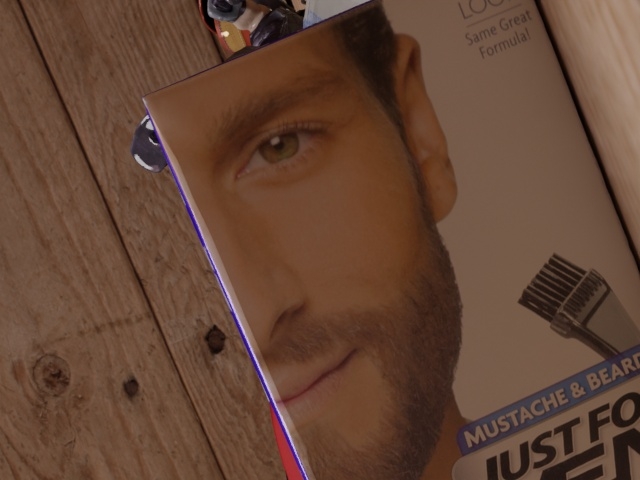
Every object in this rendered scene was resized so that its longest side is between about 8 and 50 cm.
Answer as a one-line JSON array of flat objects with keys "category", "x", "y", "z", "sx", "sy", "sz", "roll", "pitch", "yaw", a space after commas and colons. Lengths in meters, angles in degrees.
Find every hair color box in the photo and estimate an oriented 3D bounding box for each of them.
[{"category": "hair color box", "x": 0.062, "y": 0.052, "z": 0.535, "sx": 0.110, "sy": 0.185, "sz": 0.339, "roll": -152, "pitch": 38, "yaw": -84}]

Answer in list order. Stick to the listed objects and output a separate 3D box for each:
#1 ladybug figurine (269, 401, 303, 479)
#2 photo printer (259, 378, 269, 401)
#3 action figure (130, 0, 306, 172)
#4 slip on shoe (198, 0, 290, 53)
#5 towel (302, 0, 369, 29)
[{"category": "ladybug figurine", "x": 0.081, "y": 0.206, "z": 0.872, "sx": 0.305, "sy": 0.162, "sz": 0.449, "roll": 10, "pitch": 124, "yaw": 61}, {"category": "photo printer", "x": 0.025, "y": 0.185, "z": 1.560, "sx": 0.256, "sy": 0.107, "sz": 0.307, "roll": -9, "pitch": -109, "yaw": -49}, {"category": "action figure", "x": -0.041, "y": -0.142, "z": 0.914, "sx": 0.185, "sy": 0.099, "sz": 0.285, "roll": 33, "pitch": -139, "yaw": -2}, {"category": "slip on shoe", "x": -0.116, "y": -0.325, "z": 1.409, "sx": 0.331, "sy": 0.101, "sz": 0.123, "roll": -117, "pitch": 4, "yaw": -60}, {"category": "towel", "x": 0.017, "y": -0.075, "z": 0.697, "sx": 0.209, "sy": 0.034, "sz": 0.285, "roll": -120, "pitch": 35, "yaw": -67}]
